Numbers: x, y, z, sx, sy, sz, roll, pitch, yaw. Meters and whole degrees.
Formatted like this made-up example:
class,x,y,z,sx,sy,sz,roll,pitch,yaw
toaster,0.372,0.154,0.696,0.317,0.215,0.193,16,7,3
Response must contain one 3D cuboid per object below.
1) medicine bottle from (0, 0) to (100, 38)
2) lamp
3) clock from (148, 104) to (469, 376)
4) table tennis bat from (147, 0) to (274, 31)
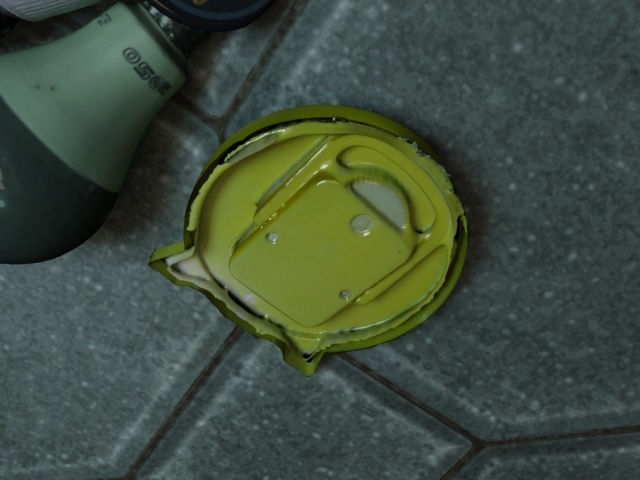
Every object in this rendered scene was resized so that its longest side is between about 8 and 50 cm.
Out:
class,x,y,z,sx,sy,sz,roll,pitch,yaw
medicine bottle,-0.326,-0.237,0.477,0.273,0.165,0.165,-12,110,7
lamp,-0.232,-0.117,0.513,0.182,0.182,0.314,38,105,-11
clock,0.001,-0.003,0.599,0.293,0.071,0.277,-33,118,24
table tennis bat,-0.105,-0.295,0.488,0.150,0.027,0.236,-15,101,-23
